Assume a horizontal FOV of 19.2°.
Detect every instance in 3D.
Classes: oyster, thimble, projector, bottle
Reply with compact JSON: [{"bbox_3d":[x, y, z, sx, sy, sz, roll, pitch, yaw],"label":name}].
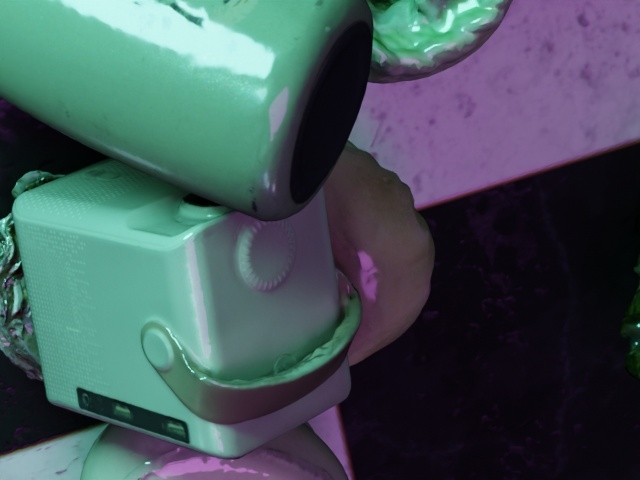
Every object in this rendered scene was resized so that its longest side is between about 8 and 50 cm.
[{"bbox_3d":[-0.213,0.035,1.467,0.125,0.064,0.177,9,101,-37],"label":"oyster"},{"bbox_3d":[0.050,-0.227,1.377,0.219,0.150,0.219,-7,115,-14],"label":"thimble"},{"bbox_3d":[-0.092,0.042,1.371,0.163,0.242,0.177,-25,116,-39],"label":"projector"},{"bbox_3d":[-0.145,-0.146,1.275,0.347,0.168,0.168,23,109,15],"label":"bottle"}]

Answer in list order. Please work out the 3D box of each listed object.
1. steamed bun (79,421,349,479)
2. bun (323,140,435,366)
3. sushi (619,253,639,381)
[{"bbox_3d":[-0.087,0.200,1.539,0.228,0.131,0.177,10,120,-23],"label":"steamed bun"},{"bbox_3d":[0.000,0.000,1.471,0.193,0.128,0.178,50,136,6],"label":"bun"},{"bbox_3d":[0.397,0.007,1.515,0.178,0.294,0.352,32,99,-24],"label":"sushi"}]
